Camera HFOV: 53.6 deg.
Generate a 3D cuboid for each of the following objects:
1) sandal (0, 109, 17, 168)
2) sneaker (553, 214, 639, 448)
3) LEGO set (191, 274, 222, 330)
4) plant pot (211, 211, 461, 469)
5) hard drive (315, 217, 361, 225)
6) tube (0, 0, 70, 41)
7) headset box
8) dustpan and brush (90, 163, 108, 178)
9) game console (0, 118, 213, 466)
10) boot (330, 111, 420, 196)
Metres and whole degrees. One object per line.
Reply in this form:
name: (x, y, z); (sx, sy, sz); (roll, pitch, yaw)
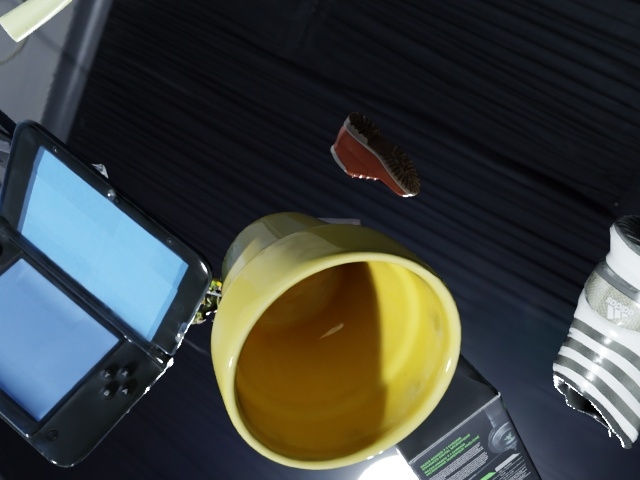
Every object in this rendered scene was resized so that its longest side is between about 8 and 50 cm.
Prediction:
sandal: (-0.443, -0.131, 0.847); (0.254, 0.097, 0.054); (42, 50, -47)
sneaker: (0.427, 0.107, 0.802); (0.448, 0.169, 0.257); (1, 122, -41)
LEGO set: (-0.299, 0.203, 1.731); (0.331, 0.255, 0.192); (127, -22, -78)
plant pot: (-0.010, 0.083, 0.723); (0.254, 0.239, 0.253); (-8, 114, -19)
hard drive: (0.000, 0.000, 1.052); (0.094, 0.135, 0.022); (-85, 177, -45)
tube: (-0.614, -0.545, 1.445); (0.240, 0.070, 0.062); (-37, 152, -5)
headset box: (0.149, 0.232, 0.847); (0.131, 0.246, 0.283); (-36, 125, -4)
dustpan and brush: (-0.599, -0.150, 1.702); (0.060, 0.211, 0.147); (-16, 116, -15)
game console: (-0.307, 0.059, 0.709); (0.250, 0.293, 0.173); (-49, 170, -25)
boot: (0.084, -0.117, 0.986); (0.059, 0.158, 0.084); (-35, 169, -47)
